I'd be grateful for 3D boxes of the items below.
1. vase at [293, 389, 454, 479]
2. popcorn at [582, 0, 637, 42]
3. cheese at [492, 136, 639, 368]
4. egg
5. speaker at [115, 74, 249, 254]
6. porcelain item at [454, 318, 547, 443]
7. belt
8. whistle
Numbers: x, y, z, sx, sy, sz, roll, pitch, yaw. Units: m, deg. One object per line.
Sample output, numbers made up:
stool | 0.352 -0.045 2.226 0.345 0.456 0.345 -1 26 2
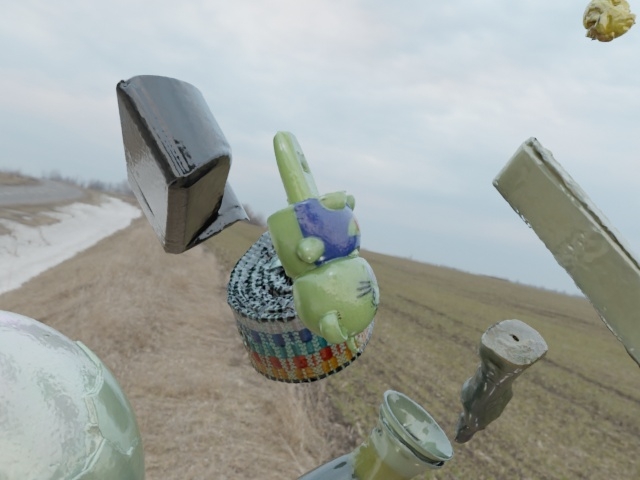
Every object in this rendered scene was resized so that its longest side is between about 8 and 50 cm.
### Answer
vase | 0.032 0.359 0.816 0.173 0.321 0.173 36 15 -11
popcorn | 0.486 -0.371 1.025 0.084 0.084 0.084 12 0 0
cheese | 0.334 0.041 0.686 0.034 0.085 0.400 0 49 -41
egg | -0.318 0.217 0.583 0.278 0.336 0.278 -1 35 1
speaker | -0.206 -0.120 0.983 0.184 0.180 0.388 -27 -9 -20
porcelain item | 0.228 0.203 0.806 0.081 0.216 0.069 -22 49 -34
belt | -0.025 0.089 0.933 0.206 0.161 0.295 -15 27 5
whistle | 0.000 0.000 0.584 0.085 0.228 0.105 -19 -8 15
